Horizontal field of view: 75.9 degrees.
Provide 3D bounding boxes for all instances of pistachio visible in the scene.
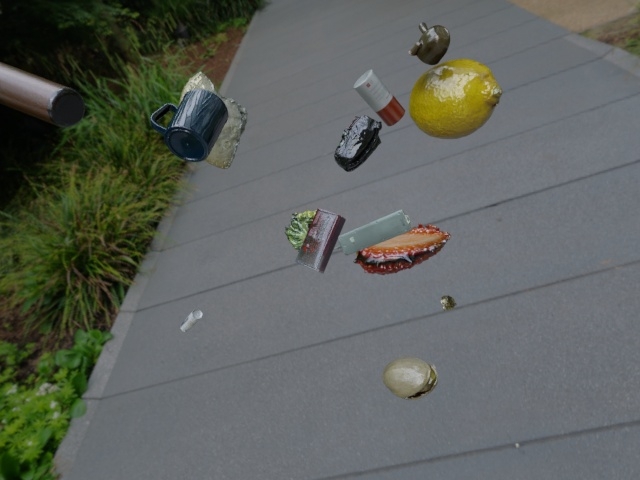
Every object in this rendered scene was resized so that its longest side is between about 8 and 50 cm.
[{"bbox_3d":[0.227,0.351,1.051,0.149,0.113,0.113,-18,35,35],"label":"pistachio"}]

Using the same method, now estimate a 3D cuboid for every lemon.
[{"bbox_3d":[0.325,-0.345,1.011,0.188,0.188,0.256,-44,24,-23],"label":"lemon"}]

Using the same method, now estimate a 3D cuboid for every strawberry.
[{"bbox_3d":[0.272,0.047,1.362,0.305,0.138,0.233,2,31,21],"label":"strawberry"}]

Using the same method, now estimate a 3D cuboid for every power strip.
[{"bbox_3d":[0.134,-0.016,1.086,0.252,0.060,0.027,-23,1,39],"label":"power strip"}]

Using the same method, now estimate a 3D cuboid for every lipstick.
[{"bbox_3d":[-0.470,0.293,1.491,0.141,0.040,0.040,-43,19,44],"label":"lipstick"},{"bbox_3d":[-0.487,-0.237,0.583,0.356,0.057,0.057,23,54,14],"label":"lipstick"}]

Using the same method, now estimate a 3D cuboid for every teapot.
[{"bbox_3d":[0.240,-0.456,0.924,0.084,0.080,0.111,-3,70,-18],"label":"teapot"}]

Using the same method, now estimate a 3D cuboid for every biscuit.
[{"bbox_3d":[-0.292,-0.327,1.140,0.188,0.266,0.040,-19,26,-5],"label":"biscuit"}]

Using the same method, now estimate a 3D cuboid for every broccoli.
[{"bbox_3d":[-0.022,-0.050,2.012,0.272,0.243,0.180,7,34,28],"label":"broccoli"}]

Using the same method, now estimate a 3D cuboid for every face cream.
[{"bbox_3d":[0.235,-0.561,1.625,0.095,0.214,0.096,-38,27,23],"label":"face cream"}]

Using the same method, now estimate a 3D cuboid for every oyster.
[{"bbox_3d":[0.442,0.211,1.415,0.034,0.051,0.093,-41,-15,32],"label":"oyster"}]

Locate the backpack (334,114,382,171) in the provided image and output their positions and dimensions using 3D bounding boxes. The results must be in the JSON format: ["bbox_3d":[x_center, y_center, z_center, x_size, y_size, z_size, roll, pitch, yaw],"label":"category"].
[{"bbox_3d":[0.106,-0.292,1.240,0.105,0.120,0.165,40,82,11],"label":"backpack"}]

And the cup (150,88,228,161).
[{"bbox_3d":[-0.311,-0.269,0.979,0.149,0.114,0.138,-1,52,18],"label":"cup"}]

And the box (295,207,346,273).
[{"bbox_3d":[0.000,0.000,1.534,0.120,0.069,0.224,22,85,34],"label":"box"}]
